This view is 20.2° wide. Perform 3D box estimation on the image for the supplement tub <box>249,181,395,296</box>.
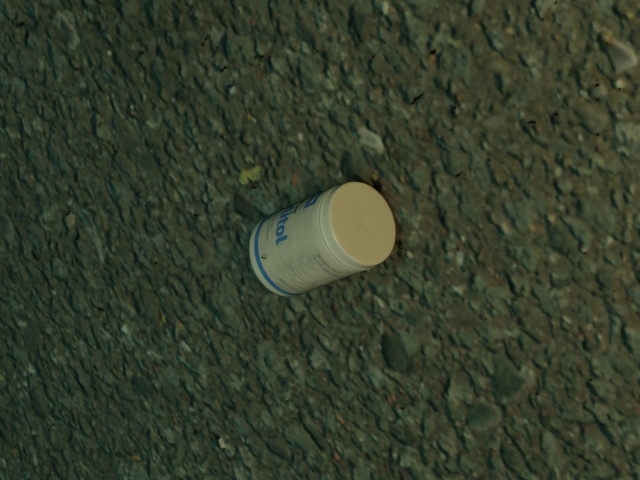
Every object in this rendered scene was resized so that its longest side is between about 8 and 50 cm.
[{"bbox_3d":[0.000,0.000,1.411,0.107,0.071,0.071,-23,93,47],"label":"supplement tub"}]
